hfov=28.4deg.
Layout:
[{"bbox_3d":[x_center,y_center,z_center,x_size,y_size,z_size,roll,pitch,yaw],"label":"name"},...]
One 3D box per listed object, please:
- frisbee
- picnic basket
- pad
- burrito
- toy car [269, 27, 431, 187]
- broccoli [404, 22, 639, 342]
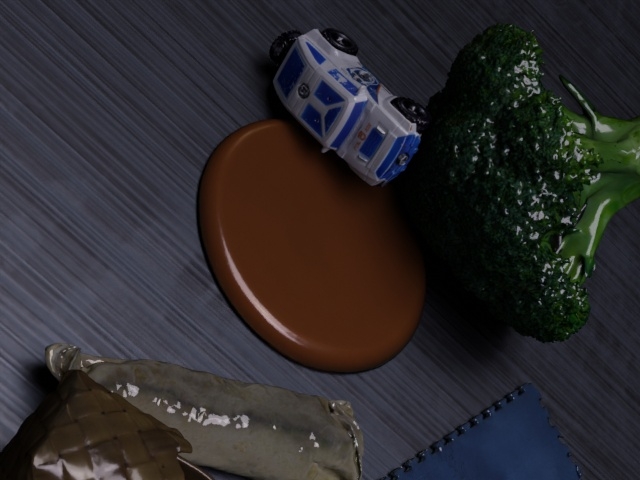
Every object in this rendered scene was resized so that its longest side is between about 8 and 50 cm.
[{"bbox_3d":[0.000,0.000,1.137,0.251,0.021,0.250,20,54,-29],"label":"frisbee"},{"bbox_3d":[-0.128,0.184,0.834,0.178,0.138,0.128,29,39,-18],"label":"picnic basket"},{"bbox_3d":[0.183,0.286,1.130,0.269,0.012,0.269,-21,80,-45],"label":"pad"},{"bbox_3d":[-0.086,0.135,0.958,0.275,0.059,0.082,18,49,-32],"label":"burrito"},{"bbox_3d":[0.018,-0.127,1.153,0.170,0.080,0.070,47,33,21],"label":"toy car"},{"bbox_3d":[0.225,-0.051,1.173,0.297,0.297,0.297,-5,90,-81],"label":"broccoli"}]
